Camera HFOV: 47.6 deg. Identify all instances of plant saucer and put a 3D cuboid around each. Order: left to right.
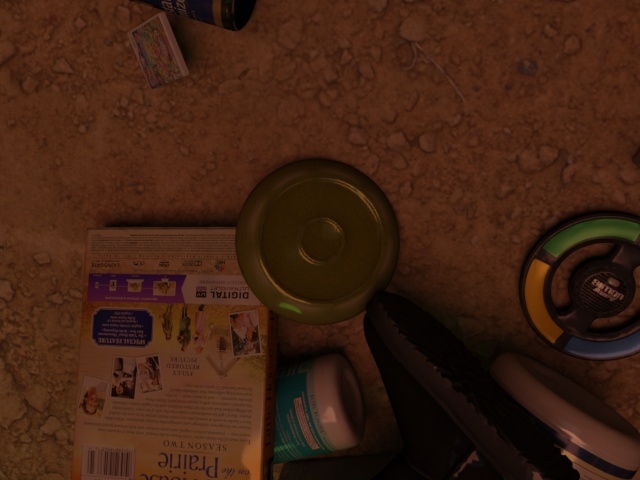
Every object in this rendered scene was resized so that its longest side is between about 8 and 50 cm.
[{"bbox_3d":[0.000,0.000,1.029,0.240,0.037,0.241,1,85,-8],"label":"plant saucer"}]

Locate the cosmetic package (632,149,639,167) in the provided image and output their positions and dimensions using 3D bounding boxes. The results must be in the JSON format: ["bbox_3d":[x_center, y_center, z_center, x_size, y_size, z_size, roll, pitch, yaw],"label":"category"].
[{"bbox_3d":[0.620,-0.079,0.883,0.384,0.156,0.217,27,110,1],"label":"cosmetic package"}]

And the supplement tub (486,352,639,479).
[{"bbox_3d":[0.273,0.350,1.027,0.235,0.235,0.325,30,98,-1],"label":"supplement tub"}]

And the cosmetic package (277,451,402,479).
[{"bbox_3d":[0.053,0.435,1.200,0.237,0.107,0.127,-10,106,15],"label":"cosmetic package"}]

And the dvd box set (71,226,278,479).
[{"bbox_3d":[-0.214,0.189,1.083,0.307,0.062,0.421,-1,83,15],"label":"dvd box set"}]

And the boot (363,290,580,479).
[{"bbox_3d":[0.065,0.342,0.968,0.146,0.367,0.445,16,115,-44],"label":"boot"}]

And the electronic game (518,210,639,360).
[{"bbox_3d":[0.401,0.068,1.034,0.229,0.048,0.229,3,110,10],"label":"electronic game"}]

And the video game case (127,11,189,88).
[{"bbox_3d":[-0.228,-0.262,1.011,0.122,0.011,0.087,3,118,56],"label":"video game case"}]

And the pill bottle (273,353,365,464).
[{"bbox_3d":[-0.073,0.276,1.144,0.264,0.146,0.146,-17,105,15],"label":"pill bottle"}]

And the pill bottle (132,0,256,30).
[{"bbox_3d":[-0.195,-0.363,0.951,0.219,0.123,0.123,17,112,5],"label":"pill bottle"}]
